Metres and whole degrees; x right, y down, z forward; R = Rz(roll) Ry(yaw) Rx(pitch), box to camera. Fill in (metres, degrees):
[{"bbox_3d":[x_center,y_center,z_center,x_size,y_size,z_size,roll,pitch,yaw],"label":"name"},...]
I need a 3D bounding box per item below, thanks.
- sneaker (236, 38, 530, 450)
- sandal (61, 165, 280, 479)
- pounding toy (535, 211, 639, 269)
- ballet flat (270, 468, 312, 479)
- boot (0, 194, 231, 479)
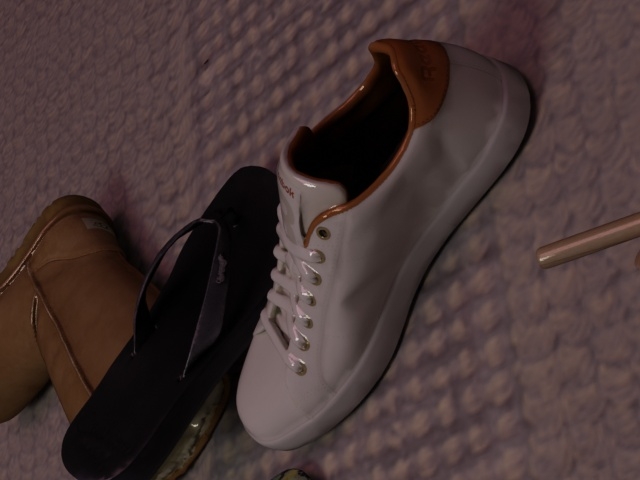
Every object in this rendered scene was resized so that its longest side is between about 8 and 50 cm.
[{"bbox_3d":[0.000,0.000,0.857,0.290,0.123,0.106,-60,39,19],"label":"sneaker"},{"bbox_3d":[-0.089,0.051,0.946,0.097,0.054,0.254,9,60,39],"label":"sandal"},{"bbox_3d":[0.195,-0.008,0.618,0.141,0.100,0.130,41,109,52],"label":"pounding toy"},{"bbox_3d":[-0.067,0.224,0.904,0.188,0.070,0.070,-62,37,15],"label":"ballet flat"},{"bbox_3d":[-0.194,0.114,1.098,0.236,0.089,0.269,-61,39,17],"label":"boot"}]
